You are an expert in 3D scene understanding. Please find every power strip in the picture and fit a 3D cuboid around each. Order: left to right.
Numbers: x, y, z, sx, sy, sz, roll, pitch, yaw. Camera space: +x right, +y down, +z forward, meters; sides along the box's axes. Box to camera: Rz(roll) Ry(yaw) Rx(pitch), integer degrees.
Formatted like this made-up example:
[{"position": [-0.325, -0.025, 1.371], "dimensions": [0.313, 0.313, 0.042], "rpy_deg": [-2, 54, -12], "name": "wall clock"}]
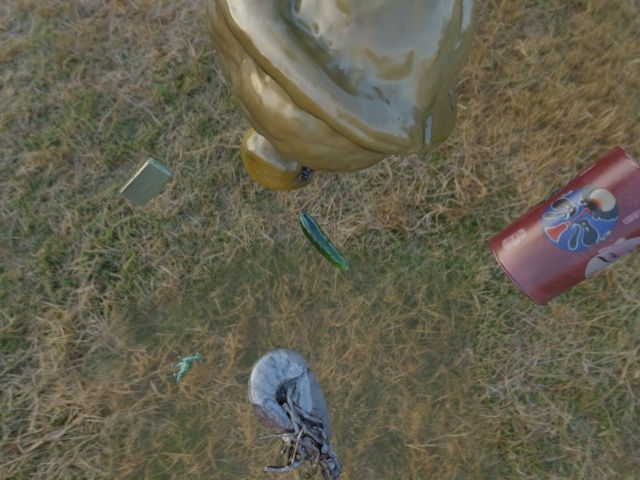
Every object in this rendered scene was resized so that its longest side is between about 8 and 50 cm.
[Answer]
[{"position": [-0.471, -0.151, 1.146], "dimensions": [0.169, 0.076, 0.028], "rpy_deg": [-34, 37, 26], "name": "power strip"}]

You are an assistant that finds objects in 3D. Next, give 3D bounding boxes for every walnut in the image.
[{"position": [0.022, -0.278, 0.575], "dimensions": [0.384, 0.383, 0.383], "rpy_deg": [0, 67, -1], "name": "walnut"}]

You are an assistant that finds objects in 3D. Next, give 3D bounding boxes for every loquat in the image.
[{"position": [-0.105, -0.224, 1.134], "dimensions": [0.234, 0.187, 0.176], "rpy_deg": [22, 73, 23], "name": "loquat"}]

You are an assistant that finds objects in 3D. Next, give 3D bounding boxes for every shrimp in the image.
[{"position": [-0.033, 0.356, 0.782], "dimensions": [0.145, 0.117, 0.343], "rpy_deg": [-39, 109, -53], "name": "shrimp"}]

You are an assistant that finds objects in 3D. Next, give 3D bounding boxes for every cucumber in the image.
[{"position": [0.000, 0.000, 0.881], "dimensions": [0.039, 0.039, 0.168], "rpy_deg": [-43, 99, -17], "name": "cucumber"}]

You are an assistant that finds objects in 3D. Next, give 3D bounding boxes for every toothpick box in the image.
[{"position": [0.584, -0.025, 0.965], "dimensions": [0.204, 0.333, 0.204], "rpy_deg": [31, 32, -23], "name": "toothpick box"}]

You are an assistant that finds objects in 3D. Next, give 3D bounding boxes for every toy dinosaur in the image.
[{"position": [-0.280, 0.266, 0.901], "dimensions": [0.062, 0.083, 0.021], "rpy_deg": [-15, 43, -22], "name": "toy dinosaur"}]
